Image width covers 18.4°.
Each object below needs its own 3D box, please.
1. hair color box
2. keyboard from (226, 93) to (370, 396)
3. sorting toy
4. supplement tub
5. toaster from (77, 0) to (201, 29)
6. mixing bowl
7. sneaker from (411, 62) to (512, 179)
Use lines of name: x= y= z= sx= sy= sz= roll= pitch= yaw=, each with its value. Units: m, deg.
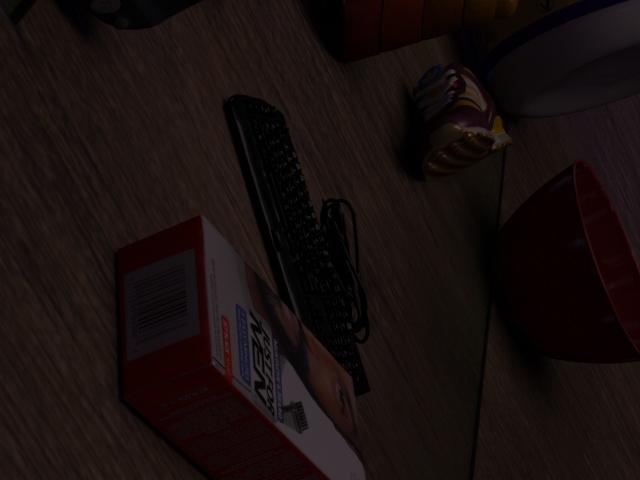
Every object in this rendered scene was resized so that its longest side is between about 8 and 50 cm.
hair color box: x=-0.037 y=0.073 z=0.997 sx=0.167 sy=0.053 sz=0.093 roll=51 pitch=25 yaw=-47
keyboard: x=0.000 y=0.000 z=1.211 sx=0.100 sy=0.038 sz=0.192 roll=11 pitch=60 yaw=-69
sorting toy: x=0.101 y=-0.305 z=1.443 sx=0.127 sy=0.126 sz=0.366 roll=-38 pitch=137 yaw=-81
supplement tub: x=0.232 y=-0.308 z=1.892 sx=0.241 sy=0.241 sz=0.331 roll=14 pitch=56 yaw=-68
toaster: x=-0.113 y=-0.228 z=0.998 sx=0.227 sy=0.129 sz=0.146 roll=48 pitch=23 yaw=-43
mixing bowl: x=0.206 y=0.033 z=1.670 sx=0.181 sy=0.098 sz=0.181 roll=54 pitch=23 yaw=-36
sneaker: x=0.099 y=-0.100 z=1.576 sx=0.084 sy=0.069 sz=0.185 roll=61 pitch=11 yaw=5
